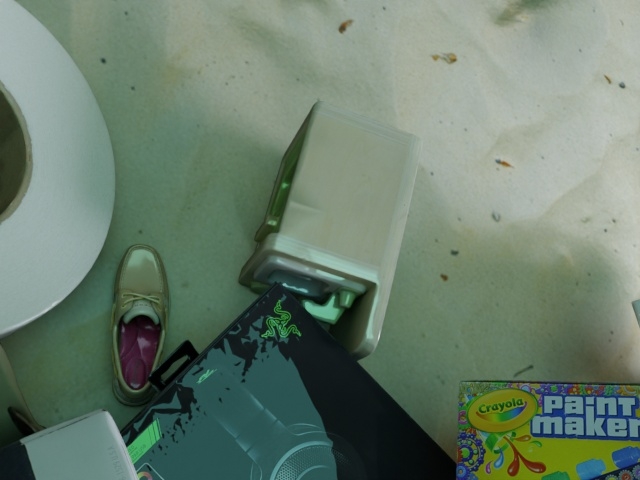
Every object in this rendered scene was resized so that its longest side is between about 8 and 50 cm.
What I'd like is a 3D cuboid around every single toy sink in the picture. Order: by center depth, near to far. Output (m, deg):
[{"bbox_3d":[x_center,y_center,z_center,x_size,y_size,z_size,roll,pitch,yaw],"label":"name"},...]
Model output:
[{"bbox_3d":[0.000,0.000,0.894,0.131,0.153,0.234,18,70,-10],"label":"toy sink"}]

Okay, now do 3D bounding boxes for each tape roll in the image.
[{"bbox_3d":[-0.374,-0.085,0.767,0.392,0.072,0.392,21,57,-36],"label":"tape roll"}]

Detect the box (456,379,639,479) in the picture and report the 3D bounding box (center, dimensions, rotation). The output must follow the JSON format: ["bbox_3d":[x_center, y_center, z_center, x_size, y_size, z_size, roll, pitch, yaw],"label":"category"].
[{"bbox_3d":[0.235,0.291,0.772,0.177,0.290,0.279,-2,69,20],"label":"box"}]

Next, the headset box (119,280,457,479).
[{"bbox_3d":[-0.051,0.216,0.821,0.283,0.131,0.246,46,66,2],"label":"headset box"}]

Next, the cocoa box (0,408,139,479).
[{"bbox_3d":[-0.203,0.326,0.598,0.227,0.347,0.231,-20,57,-20],"label":"cocoa box"}]

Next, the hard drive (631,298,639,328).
[{"bbox_3d":[0.435,0.228,0.897,0.233,0.047,0.353,6,66,-55],"label":"hard drive"}]

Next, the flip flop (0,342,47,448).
[{"bbox_3d":[-0.273,0.183,0.725,0.112,0.277,0.080,-28,38,-24],"label":"flip flop"}]

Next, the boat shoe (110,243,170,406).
[{"bbox_3d":[-0.181,0.080,0.864,0.063,0.059,0.170,2,73,-16],"label":"boat shoe"}]
